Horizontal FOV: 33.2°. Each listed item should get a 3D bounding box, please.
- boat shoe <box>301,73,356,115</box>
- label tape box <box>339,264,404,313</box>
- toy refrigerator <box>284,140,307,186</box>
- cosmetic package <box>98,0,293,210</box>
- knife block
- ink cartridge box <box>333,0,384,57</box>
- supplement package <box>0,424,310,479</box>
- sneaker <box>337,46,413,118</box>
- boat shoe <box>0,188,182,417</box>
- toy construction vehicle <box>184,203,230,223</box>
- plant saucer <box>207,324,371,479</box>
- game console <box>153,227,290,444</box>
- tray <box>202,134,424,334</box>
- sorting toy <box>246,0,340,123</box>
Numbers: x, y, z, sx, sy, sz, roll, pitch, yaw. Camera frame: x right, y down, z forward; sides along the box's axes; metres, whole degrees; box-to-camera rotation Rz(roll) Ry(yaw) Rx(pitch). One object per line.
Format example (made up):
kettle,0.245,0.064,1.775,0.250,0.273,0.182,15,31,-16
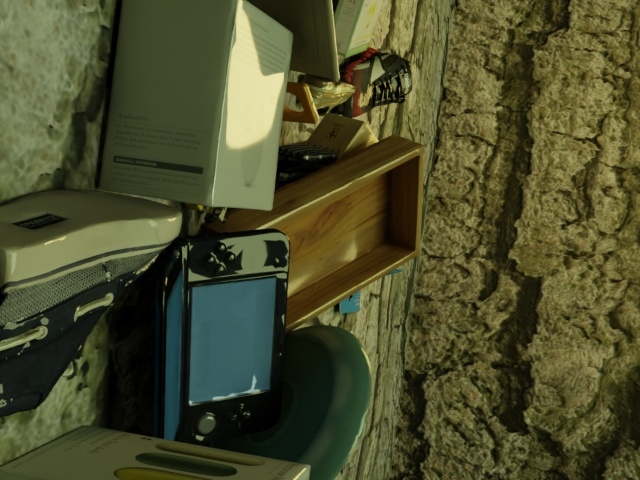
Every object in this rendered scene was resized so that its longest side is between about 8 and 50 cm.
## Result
boat shoe,0.006,-0.260,1.934,0.190,0.068,0.072,-14,123,-65
label tape box,0.132,0.000,2.467,0.249,0.115,0.347,12,84,-76
toy refrigerator,0.013,-0.129,1.958,0.269,0.094,0.102,-29,129,-71
cosmetic package,-0.135,-0.155,1.228,0.224,0.138,0.224,1,98,-76
knife block,0.008,-0.072,1.749,0.242,0.088,0.275,-56,137,-15
ink cartridge box,0.082,-0.470,2.021,0.171,0.056,0.235,-42,154,-68
supplement package,-0.169,0.321,1.082,0.199,0.263,0.197,-14,111,-76
sneaker,0.114,-0.317,2.173,0.276,0.135,0.097,-57,153,-58
boat shoe,-0.243,0.049,0.976,0.340,0.127,0.158,-19,123,-66
toy construction vehicle,-0.152,-0.068,1.444,0.086,0.035,0.098,57,39,-53
plant saucer,-0.060,0.253,1.540,0.044,0.318,0.317,38,52,-32
game console,-0.122,0.151,1.351,0.250,0.173,0.293,-6,109,-30
tray,0.000,0.000,1.637,0.411,0.076,0.202,-29,130,-40
sorting toy,-0.061,-0.294,1.334,0.047,0.196,0.347,-56,153,-35
